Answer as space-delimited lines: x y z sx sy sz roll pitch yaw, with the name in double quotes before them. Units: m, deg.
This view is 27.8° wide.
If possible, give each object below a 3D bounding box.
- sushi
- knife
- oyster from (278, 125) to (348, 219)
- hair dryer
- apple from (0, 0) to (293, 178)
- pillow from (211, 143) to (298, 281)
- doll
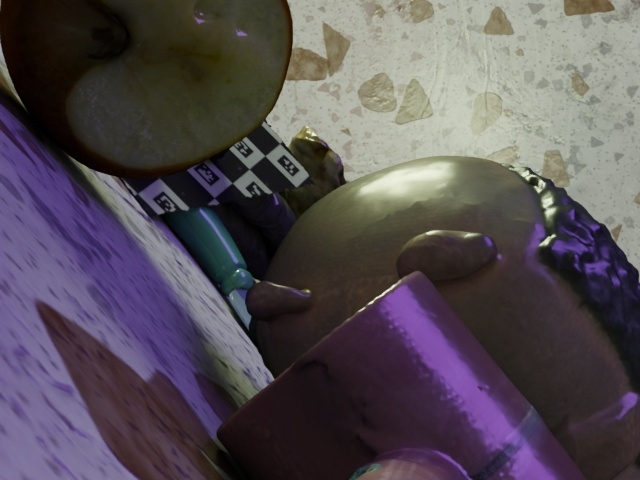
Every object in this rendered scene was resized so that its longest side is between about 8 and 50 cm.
"sushi" -0.113 -0.122 1.147 0.192 0.043 0.279 52 28 12
"knife" -0.058 0.054 1.067 0.260 0.034 0.063 54 7 22
"oyster" -0.005 0.001 1.554 0.166 0.110 0.341 48 -22 10
"hair dryer" 0.038 0.136 0.484 0.210 0.125 0.352 52 11 6
"apple" -0.119 -0.138 0.844 0.160 0.173 0.195 26 -63 47
"pillow" -0.126 -0.086 1.348 0.228 0.101 0.326 55 4 19
"doll" 0.106 0.121 0.792 0.349 0.247 0.247 59 -3 -27
